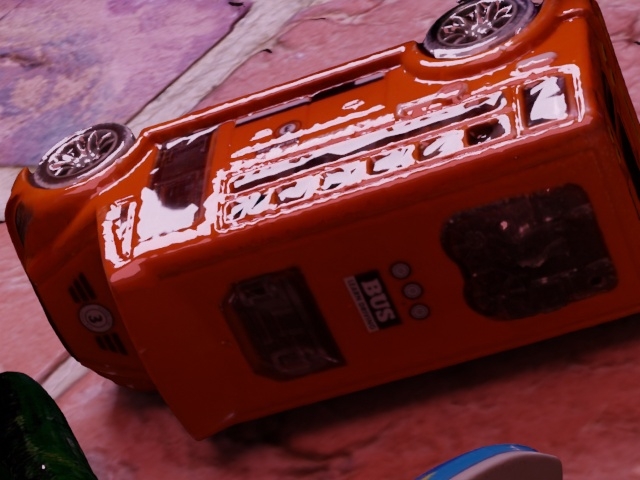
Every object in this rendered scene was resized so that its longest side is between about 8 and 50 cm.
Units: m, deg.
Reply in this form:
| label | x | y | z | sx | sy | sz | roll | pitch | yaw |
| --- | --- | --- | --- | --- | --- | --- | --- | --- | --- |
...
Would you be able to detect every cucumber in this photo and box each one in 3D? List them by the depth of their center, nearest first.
| label | x | y | z | sx | sy | sz | roll | pitch | yaw |
| --- | --- | --- | --- | --- | --- | --- | --- | --- | --- |
| cucumber | -0.133 | 0.126 | 0.907 | 0.056 | 0.056 | 0.284 | -33 | 26 | -10 |

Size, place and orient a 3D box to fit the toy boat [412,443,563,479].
| label | x | y | z | sx | sy | sz | roll | pitch | yaw |
| --- | --- | --- | --- | --- | --- | --- | --- | --- | --- |
| toy boat | 0.015 | 0.177 | 0.639 | 0.088 | 0.129 | 0.295 | 2 | 40 | 39 |

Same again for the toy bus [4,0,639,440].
| label | x | y | z | sx | sy | sz | roll | pitch | yaw |
| --- | --- | --- | --- | --- | --- | --- | --- | --- | --- |
| toy bus | 0.000 | 0.000 | 0.911 | 0.329 | 0.143 | 0.153 | -16 | 32 | 15 |
